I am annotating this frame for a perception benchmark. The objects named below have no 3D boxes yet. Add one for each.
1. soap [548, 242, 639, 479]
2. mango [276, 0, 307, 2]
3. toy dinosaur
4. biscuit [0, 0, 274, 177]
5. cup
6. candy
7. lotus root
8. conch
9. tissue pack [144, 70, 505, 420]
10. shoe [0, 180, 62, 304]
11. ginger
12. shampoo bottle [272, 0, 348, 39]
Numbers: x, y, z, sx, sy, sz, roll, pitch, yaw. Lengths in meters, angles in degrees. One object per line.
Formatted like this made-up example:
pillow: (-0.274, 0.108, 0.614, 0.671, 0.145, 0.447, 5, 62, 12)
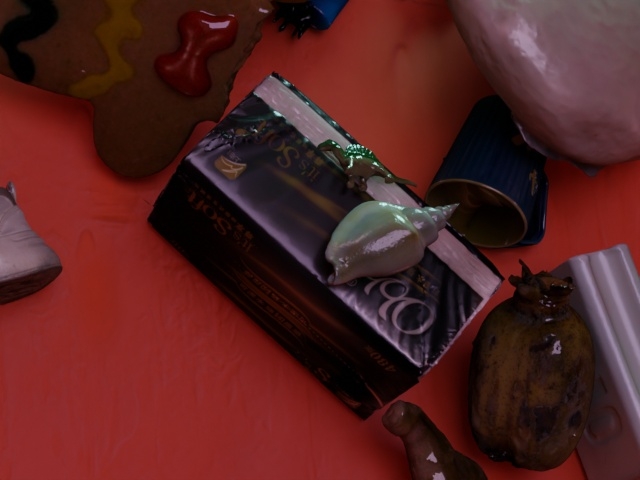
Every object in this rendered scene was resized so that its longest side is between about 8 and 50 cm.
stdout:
soap: (0.346, 0.155, 1.921, 0.088, 0.160, 0.265, -13, 76, -22)
mango: (-0.063, -0.433, 1.935, 0.182, 0.253, 0.365, -19, 44, -7)
toy dinosaur: (0.056, -0.083, 1.766, 0.120, 0.029, 0.060, 9, 45, -23)
biscuit: (-0.257, -0.277, 1.783, 0.394, 0.368, 0.076, 27, 23, -8)
cup: (0.228, -0.077, 1.997, 0.176, 0.131, 0.155, 45, 54, -33)
candy: (0.314, -0.269, 1.986, 0.386, 0.186, 0.427, 56, 36, 2)
lotus root: (0.247, 0.138, 1.853, 0.154, 0.154, 0.278, -7, 113, -22)
conch: (0.074, -0.009, 1.714, 0.180, 0.065, 0.088, -25, 81, -23)
tissue pack: (0.000, 0.000, 1.831, 0.370, 0.210, 0.198, 42, 65, 0)
shoe: (-0.444, 0.008, 1.723, 0.316, 0.124, 0.159, -11, 75, -28)
ginger: (0.155, 0.343, 1.822, 0.166, 0.080, 0.333, 3, 67, -56)
shampoo bottle: (0.002, -0.332, 2.042, 0.087, 0.050, 0.183, 34, 63, 0)
